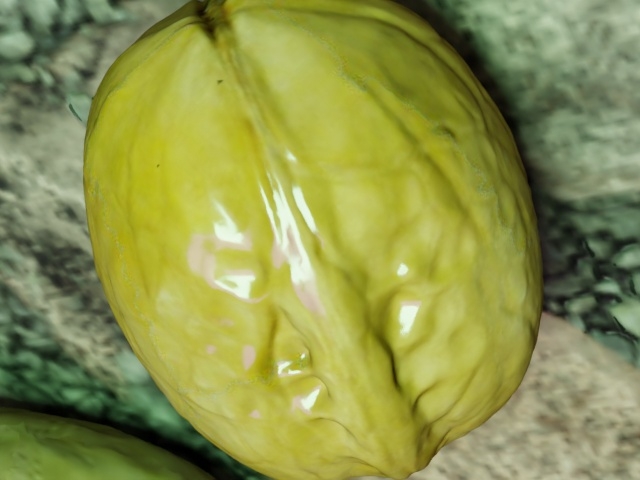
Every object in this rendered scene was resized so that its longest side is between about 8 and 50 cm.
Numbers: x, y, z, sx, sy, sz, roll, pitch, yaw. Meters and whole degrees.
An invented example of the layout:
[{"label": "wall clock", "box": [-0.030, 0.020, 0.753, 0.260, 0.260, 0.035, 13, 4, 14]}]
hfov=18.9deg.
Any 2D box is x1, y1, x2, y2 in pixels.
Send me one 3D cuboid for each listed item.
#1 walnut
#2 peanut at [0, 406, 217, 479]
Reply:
[{"label": "walnut", "box": [0.000, 0.000, 0.702, 0.159, 0.159, 0.207, -7, 124, 25]}, {"label": "peanut", "box": [-0.201, 0.174, 0.920, 0.387, 0.170, 0.192, -5, 135, 23]}]
